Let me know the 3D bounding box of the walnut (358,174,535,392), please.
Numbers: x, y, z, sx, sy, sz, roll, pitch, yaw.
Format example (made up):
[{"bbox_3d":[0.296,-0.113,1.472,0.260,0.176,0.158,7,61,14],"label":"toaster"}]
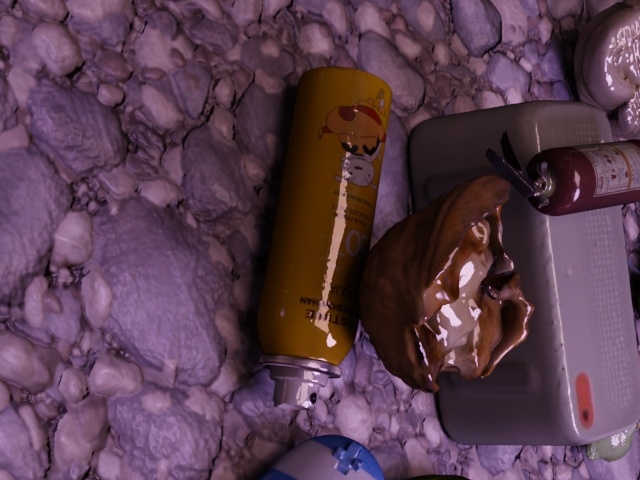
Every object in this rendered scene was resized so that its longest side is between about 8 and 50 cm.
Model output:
[{"bbox_3d":[0.110,0.052,0.919,0.204,0.141,0.238,-52,142,-29],"label":"walnut"}]

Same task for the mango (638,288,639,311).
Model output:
[{"bbox_3d":[0.579,0.018,1.406,0.175,0.143,0.293,42,70,-26],"label":"mango"}]

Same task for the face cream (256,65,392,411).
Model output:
[{"bbox_3d":[0.000,0.000,0.954,0.105,0.105,0.348,20,73,-36],"label":"face cream"}]

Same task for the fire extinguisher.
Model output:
[{"bbox_3d":[0.264,-0.075,0.970,0.231,0.071,0.099,-8,62,-38],"label":"fire extinguisher"}]

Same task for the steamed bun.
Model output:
[{"bbox_3d":[0.451,-0.262,1.331,0.218,0.144,0.211,-35,122,-9],"label":"steamed bun"}]

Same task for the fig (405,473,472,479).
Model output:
[{"bbox_3d":[0.113,0.307,1.020,0.177,0.117,0.117,22,71,-25],"label":"fig"}]

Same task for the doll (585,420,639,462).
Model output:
[{"bbox_3d":[0.392,0.228,1.274,0.115,0.077,0.150,3,74,-39],"label":"doll"}]

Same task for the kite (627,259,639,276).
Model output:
[{"bbox_3d":[0.392,0.064,1.327,0.160,0.010,0.183,43,63,-23],"label":"kite"}]

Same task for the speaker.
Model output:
[{"bbox_3d":[0.244,0.038,1.097,0.183,0.184,0.406,-5,88,-40],"label":"speaker"}]

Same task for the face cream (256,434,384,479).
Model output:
[{"bbox_3d":[-0.032,0.302,0.885,0.149,0.083,0.264,33,64,8],"label":"face cream"}]
